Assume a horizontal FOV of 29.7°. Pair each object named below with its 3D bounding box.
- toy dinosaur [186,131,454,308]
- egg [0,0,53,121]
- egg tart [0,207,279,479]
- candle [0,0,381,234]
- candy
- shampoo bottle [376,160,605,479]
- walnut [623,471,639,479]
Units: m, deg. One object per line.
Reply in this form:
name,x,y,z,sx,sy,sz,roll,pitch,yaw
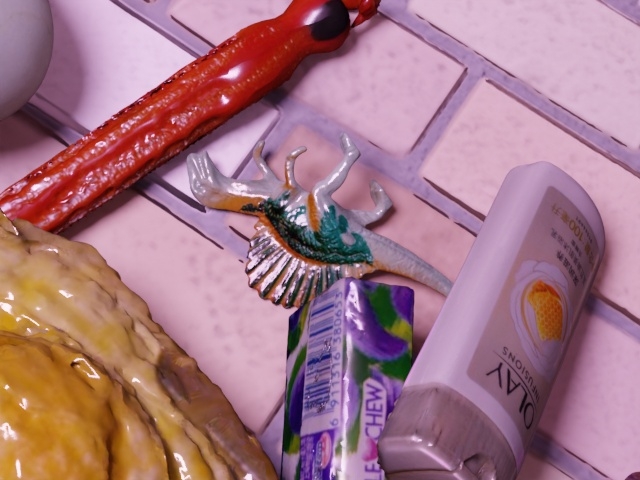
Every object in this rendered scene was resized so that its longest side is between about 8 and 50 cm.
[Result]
toy dinosaur,0.000,0.001,0.758,0.106,0.044,0.187,-37,93,-2
egg,-0.278,-0.158,0.695,0.264,0.183,0.183,32,73,-3
egg tart,-0.176,0.166,0.615,0.339,0.153,0.352,27,78,5
candle,-0.096,-0.075,0.759,0.329,0.051,0.048,-37,78,-15
candy,0.012,0.178,0.673,0.061,0.088,0.312,11,71,-22
shampoo bottle,0.104,0.055,0.694,0.086,0.056,0.227,53,47,-24
walnut,0.164,0.249,0.638,0.238,0.141,0.204,-34,53,27
